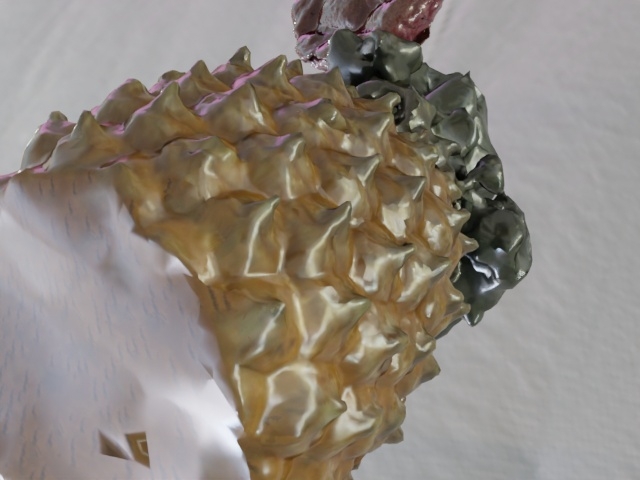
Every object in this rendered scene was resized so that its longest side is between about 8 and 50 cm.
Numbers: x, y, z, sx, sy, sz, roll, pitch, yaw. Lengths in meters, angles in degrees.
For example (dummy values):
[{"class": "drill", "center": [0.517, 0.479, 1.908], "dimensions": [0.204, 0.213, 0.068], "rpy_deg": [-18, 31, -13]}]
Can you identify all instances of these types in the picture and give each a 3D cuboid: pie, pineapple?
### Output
[{"class": "pie", "center": [0.040, -0.163, 0.968], "dimensions": [0.153, 0.038, 0.154], "rpy_deg": [-34, -143, 31]}, {"class": "pineapple", "center": [0.002, 0.001, 0.794], "dimensions": [0.223, 0.223, 0.357], "rpy_deg": [-9, -166, 38]}]
